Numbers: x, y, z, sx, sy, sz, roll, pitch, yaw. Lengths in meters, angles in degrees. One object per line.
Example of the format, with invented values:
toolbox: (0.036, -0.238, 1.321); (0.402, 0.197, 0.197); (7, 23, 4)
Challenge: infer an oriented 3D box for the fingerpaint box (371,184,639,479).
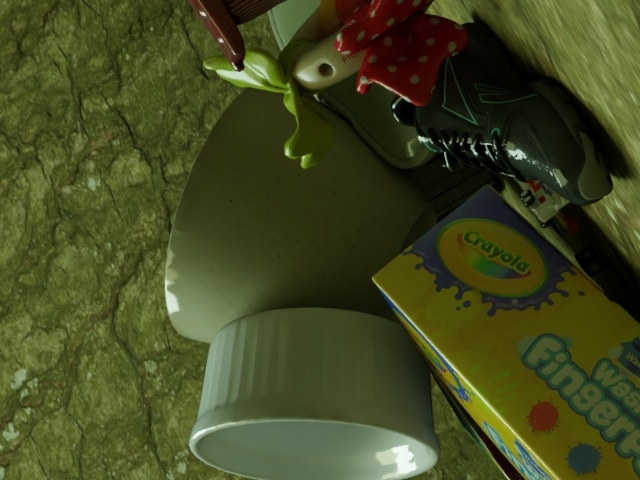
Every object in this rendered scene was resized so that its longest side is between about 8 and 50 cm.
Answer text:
fingerpaint box: (0.281, 0.212, 1.310); (0.445, 0.163, 0.371); (47, 174, 37)

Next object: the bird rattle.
bird rattle: (0.027, -0.187, 1.147); (0.143, 0.253, 0.207); (41, -133, -15)

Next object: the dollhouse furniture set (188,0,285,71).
dollhouse furniture set: (-0.026, -0.249, 1.086); (0.152, 0.201, 0.374); (56, 180, -3)

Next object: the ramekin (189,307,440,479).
ramekin: (-0.004, 0.177, 1.489); (0.277, 0.277, 0.135); (54, -146, -60)

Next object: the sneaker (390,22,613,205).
sneaker: (0.145, -0.086, 1.088); (0.101, 0.106, 0.267); (57, 179, -32)

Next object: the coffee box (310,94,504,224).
coffee box: (0.085, -0.132, 1.735); (0.297, 0.119, 0.168); (56, 156, 9)

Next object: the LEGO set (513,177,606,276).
LEGO set: (0.205, -0.077, 1.317); (0.244, 0.060, 0.182); (57, -166, 21)

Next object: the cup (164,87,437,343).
cup: (0.000, 0.000, 1.583); (0.237, 0.331, 0.331); (19, 169, 17)

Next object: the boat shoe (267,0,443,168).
boat shoe: (0.060, -0.221, 1.577); (0.113, 0.127, 0.340); (-8, -133, -45)
